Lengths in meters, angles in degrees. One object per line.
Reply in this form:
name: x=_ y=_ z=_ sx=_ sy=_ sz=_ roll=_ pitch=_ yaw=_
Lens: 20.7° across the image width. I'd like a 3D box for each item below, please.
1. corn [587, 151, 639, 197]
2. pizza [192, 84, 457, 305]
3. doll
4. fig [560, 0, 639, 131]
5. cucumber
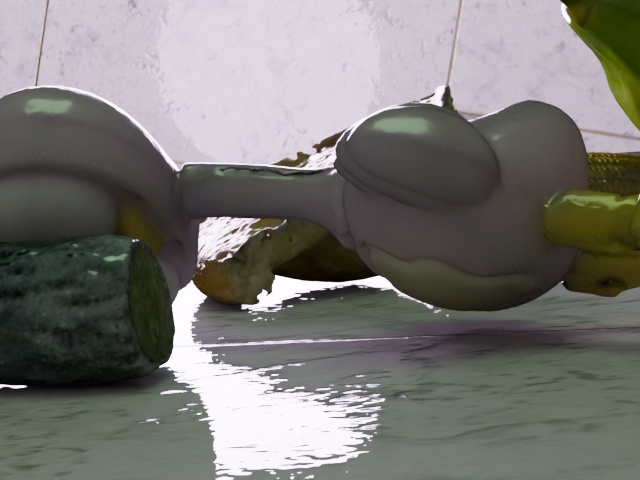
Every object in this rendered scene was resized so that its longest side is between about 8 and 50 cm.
corn: x=0.168 y=-0.029 z=1.205 sx=0.165 sy=0.063 sz=0.085 roll=-4 pitch=-6 yaw=-24
pizza: x=0.007 y=-0.005 z=1.010 sx=0.188 sy=0.081 sz=0.204 roll=-27 pitch=11 yaw=9
doll: x=-0.022 y=-0.012 z=0.766 sx=0.365 sy=0.094 sz=0.160 roll=-2 pitch=-20 yaw=14
fig: x=0.302 y=-0.147 z=1.228 sx=0.314 sy=0.233 sz=0.233 roll=26 pitch=3 yaw=-3
cucumber: x=-0.117 y=0.031 z=0.706 sx=0.112 sy=0.064 sz=0.064 roll=-5 pitch=4 yaw=18
